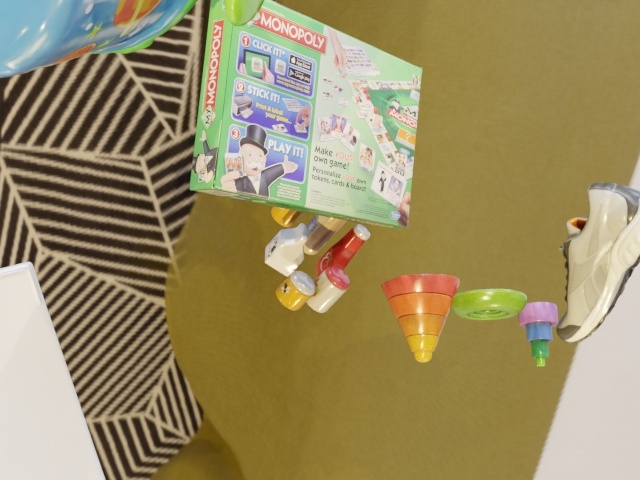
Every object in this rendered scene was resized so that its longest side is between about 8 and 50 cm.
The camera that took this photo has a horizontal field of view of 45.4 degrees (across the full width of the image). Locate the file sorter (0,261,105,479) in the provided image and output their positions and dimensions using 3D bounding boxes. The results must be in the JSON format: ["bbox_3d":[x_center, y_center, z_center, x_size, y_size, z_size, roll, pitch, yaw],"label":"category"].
[{"bbox_3d":[-0.362,0.192,0.746,0.193,0.173,0.278,-18,88,-48],"label":"file sorter"}]

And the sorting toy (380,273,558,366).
[{"bbox_3d":[0.252,0.145,1.221,0.365,0.127,0.126,13,68,-34],"label":"sorting toy"}]

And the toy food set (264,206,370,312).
[{"bbox_3d":[0.000,0.000,1.046,0.111,0.232,0.104,34,114,-20],"label":"toy food set"}]

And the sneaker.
[{"bbox_3d":[0.378,0.031,1.057,0.100,0.108,0.271,-42,151,-44],"label":"sneaker"}]

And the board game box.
[{"bbox_3d":[-0.001,-0.138,0.894,0.317,0.046,0.213,10,84,-45],"label":"board game box"}]

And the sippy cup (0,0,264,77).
[{"bbox_3d":[-0.205,-0.220,0.523,0.305,0.224,0.240,-17,114,18],"label":"sippy cup"}]
